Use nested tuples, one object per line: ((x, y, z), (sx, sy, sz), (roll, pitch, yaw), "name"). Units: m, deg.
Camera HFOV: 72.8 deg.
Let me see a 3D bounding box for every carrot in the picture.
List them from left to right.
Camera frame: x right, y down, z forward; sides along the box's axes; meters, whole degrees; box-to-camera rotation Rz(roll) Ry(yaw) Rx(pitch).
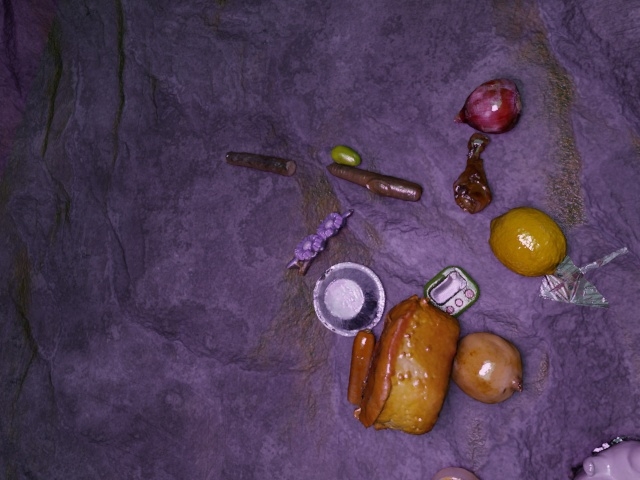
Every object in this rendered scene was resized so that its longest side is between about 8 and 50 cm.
((0.121, 0.371, 1.292), (0.067, 0.067, 0.225), (8, 92, 21), "carrot")
((0.160, -0.192, 1.394), (0.342, 0.070, 0.070), (20, 88, 24), "carrot")

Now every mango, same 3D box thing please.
((0.086, -0.277, 1.431), (0.108, 0.073, 0.056), (33, 122, 25), "mango")

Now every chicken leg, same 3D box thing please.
((0.454, -0.198, 1.282), (0.107, 0.087, 0.251), (11, 77, 4), "chicken leg")

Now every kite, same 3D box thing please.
((0.703, 0.083, 1.172), (0.250, 0.012, 0.229), (-33, 72, 11), "kite")

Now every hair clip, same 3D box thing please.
((0.000, 0.000, 1.414), (0.292, 0.084, 0.106), (-48, 25, 4), "hair clip")

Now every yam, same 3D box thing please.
((-0.218, -0.278, 1.554), (0.274, 0.061, 0.061), (14, 86, 23), "yam")

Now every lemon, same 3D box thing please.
((0.547, 0.004, 1.154), (0.181, 0.180, 0.193), (-19, 58, 16), "lemon")

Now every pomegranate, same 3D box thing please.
((0.441, 0.335, 1.135), (0.196, 0.196, 0.196), (-4, 79, 20), "pomegranate")

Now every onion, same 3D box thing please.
((0.482, -0.381, 1.265), (0.195, 0.159, 0.159), (-4, 79, 36), "onion")

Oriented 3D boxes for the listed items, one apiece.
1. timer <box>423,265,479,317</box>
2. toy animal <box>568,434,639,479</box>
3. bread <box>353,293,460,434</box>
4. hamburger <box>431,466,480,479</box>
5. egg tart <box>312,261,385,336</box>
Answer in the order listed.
((0.379, 0.150, 1.260), (0.140, 0.047, 0.128), (-43, 71, 9), "timer")
((0.694, 0.599, 1.013), (0.208, 0.154, 0.325), (23, 110, 2), "toy animal")
((0.228, 0.330, 1.128), (0.204, 0.337, 0.358), (18, 66, 14), "bread")
((0.376, 0.706, 1.133), (0.173, 0.116, 0.210), (-46, 65, -1), "hamburger")
((0.084, 0.181, 1.340), (0.234, 0.094, 0.234), (-3, 81, 17), "egg tart")
